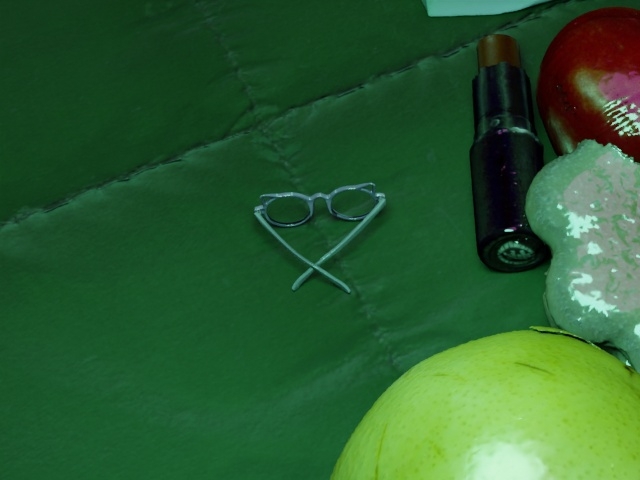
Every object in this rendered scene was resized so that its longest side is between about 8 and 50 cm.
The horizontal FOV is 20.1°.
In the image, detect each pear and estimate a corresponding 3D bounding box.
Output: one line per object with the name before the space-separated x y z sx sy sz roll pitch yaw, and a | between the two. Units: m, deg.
pear | 0.171 0.240 1.488 0.348 0.348 0.348 -4 51 4

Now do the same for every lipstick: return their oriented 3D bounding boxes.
lipstick | 0.198 -0.101 1.920 0.081 0.081 0.300 -2 53 5

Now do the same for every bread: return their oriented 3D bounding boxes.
bread | 0.329 0.055 1.746 0.337 0.102 0.183 37 76 16

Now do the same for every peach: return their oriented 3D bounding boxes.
peach | 0.307 -0.162 1.909 0.158 0.154 0.267 -11 52 0

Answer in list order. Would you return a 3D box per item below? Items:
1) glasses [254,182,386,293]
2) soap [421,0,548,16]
glasses | 0.000 0.000 1.877 0.140 0.062 0.104 -4 52 5
soap | 0.266 -0.388 2.120 0.347 0.115 0.208 -17 51 -6
